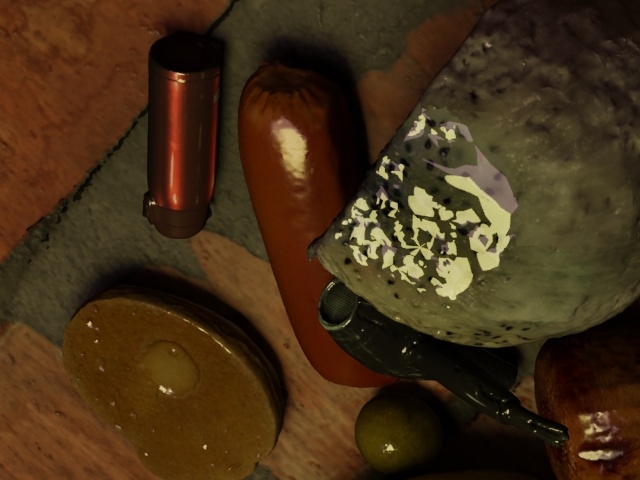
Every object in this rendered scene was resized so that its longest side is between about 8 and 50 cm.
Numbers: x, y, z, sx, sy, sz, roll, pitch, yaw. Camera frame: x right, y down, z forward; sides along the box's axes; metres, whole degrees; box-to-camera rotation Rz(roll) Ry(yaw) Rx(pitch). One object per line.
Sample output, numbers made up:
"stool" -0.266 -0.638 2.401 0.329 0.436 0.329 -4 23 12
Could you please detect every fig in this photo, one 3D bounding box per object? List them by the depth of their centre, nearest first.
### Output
"fig" 0.262 0.119 1.422 0.201 0.134 0.146 -9 153 5

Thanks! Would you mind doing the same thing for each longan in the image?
"longan" 0.065 0.159 1.565 0.075 0.075 0.083 15 172 14

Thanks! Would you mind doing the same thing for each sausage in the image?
"sausage" 0.000 0.000 1.462 0.089 0.083 0.300 -4 124 18

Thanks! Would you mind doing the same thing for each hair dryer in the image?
"hair dryer" 0.116 0.103 1.387 0.195 0.219 0.075 25 97 -39

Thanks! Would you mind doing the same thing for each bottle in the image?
"bottle" -0.107 -0.075 1.472 0.060 0.060 0.164 16 130 14

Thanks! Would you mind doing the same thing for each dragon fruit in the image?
"dragon fruit" 0.141 -0.027 1.292 0.204 0.221 0.283 38 129 3

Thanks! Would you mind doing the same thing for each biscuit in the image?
"biscuit" -0.121 0.117 1.626 0.181 0.049 0.208 -32 107 38

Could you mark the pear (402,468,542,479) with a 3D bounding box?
"pear" 0.106 0.306 1.539 0.336 0.285 0.285 24 141 51
